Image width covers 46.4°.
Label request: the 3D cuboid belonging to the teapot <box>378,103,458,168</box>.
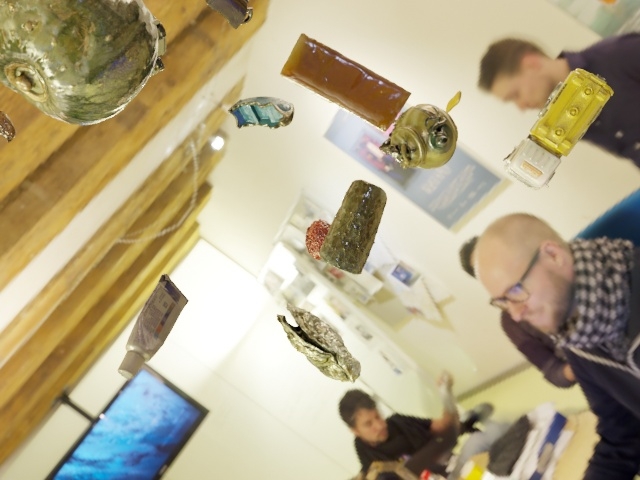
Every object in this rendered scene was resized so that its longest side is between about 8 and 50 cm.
[{"bbox_3d":[0.242,-0.254,1.930,0.182,0.173,0.269,-32,20,-30],"label":"teapot"}]

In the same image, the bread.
[{"bbox_3d":[0.072,-0.452,2.170,0.138,0.361,0.077,-61,2,1],"label":"bread"}]

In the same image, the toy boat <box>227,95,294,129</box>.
[{"bbox_3d":[-0.137,-0.298,1.792,0.077,0.185,0.075,-61,-40,-33],"label":"toy boat"}]

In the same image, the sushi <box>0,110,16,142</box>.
[{"bbox_3d":[-0.896,-0.322,2.118,0.047,0.099,0.050,-33,-9,-24],"label":"sushi"}]

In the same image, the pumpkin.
[{"bbox_3d":[-0.450,-0.371,1.301,0.291,0.328,0.257,-5,48,43],"label":"pumpkin"}]

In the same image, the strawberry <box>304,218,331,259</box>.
[{"bbox_3d":[0.000,0.000,1.856,0.083,0.083,0.097,124,156,-61],"label":"strawberry"}]

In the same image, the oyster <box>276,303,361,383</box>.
[{"bbox_3d":[-0.004,0.267,1.940,0.112,0.267,0.198,-45,-7,-7],"label":"oyster"}]

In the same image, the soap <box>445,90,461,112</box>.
[{"bbox_3d":[0.305,-0.317,1.709,0.089,0.012,0.034,139,147,-78],"label":"soap"}]

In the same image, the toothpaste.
[{"bbox_3d":[-0.414,0.215,1.833,0.099,0.068,0.282,89,-162,-47],"label":"toothpaste"}]

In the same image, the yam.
[{"bbox_3d":[0.069,-0.025,1.504,0.107,0.107,0.183,106,-173,-86],"label":"yam"}]

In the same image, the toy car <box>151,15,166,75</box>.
[{"bbox_3d":[-0.381,-0.404,1.519,0.112,0.112,0.139,-28,-30,-22],"label":"toy car"}]

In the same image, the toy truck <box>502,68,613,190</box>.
[{"bbox_3d":[0.435,-0.204,1.377,0.227,0.098,0.114,-56,-6,10],"label":"toy truck"}]

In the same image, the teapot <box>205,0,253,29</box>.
[{"bbox_3d":[-0.246,-0.658,2.031,0.096,0.087,0.177,-42,-43,13],"label":"teapot"}]
